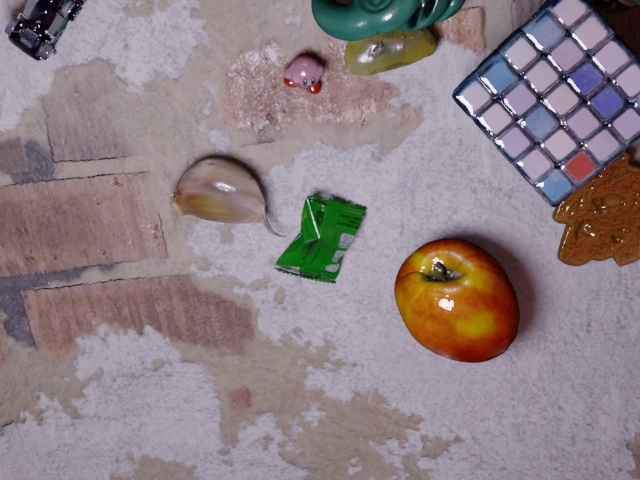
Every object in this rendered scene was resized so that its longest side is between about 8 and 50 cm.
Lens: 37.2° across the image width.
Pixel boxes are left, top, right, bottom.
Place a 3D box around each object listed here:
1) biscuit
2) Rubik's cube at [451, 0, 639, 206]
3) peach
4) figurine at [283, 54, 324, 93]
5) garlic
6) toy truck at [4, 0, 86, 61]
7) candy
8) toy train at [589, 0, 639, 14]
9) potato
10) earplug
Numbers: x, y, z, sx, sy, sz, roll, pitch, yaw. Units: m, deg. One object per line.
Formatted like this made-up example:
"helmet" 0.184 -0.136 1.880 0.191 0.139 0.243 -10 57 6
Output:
"biscuit" 0.602 -0.089 1.991 0.278 0.043 0.301 -21 105 13
"Rubik's cube" 0.448 -0.275 1.785 0.293 0.287 0.292 45 107 -2
"peach" 0.285 0.132 1.993 0.281 0.238 0.281 20 154 10
"figurine" -0.034 -0.341 1.928 0.083 0.071 0.067 2 68 -5
"garlic" -0.183 -0.094 2.001 0.267 0.148 0.128 19 70 14
"toy truck" -0.528 -0.468 1.893 0.110 0.116 0.216 35 115 -7
"candy" -0.002 0.001 2.046 0.141 0.078 0.203 21 115 -4
"toy train" 0.614 -0.553 1.766 0.304 0.150 0.221 -16 100 1
"potato" 0.139 -0.387 1.893 0.188 0.085 0.105 -7 112 1
"earplug" 0.146 -0.463 1.825 0.280 0.257 0.164 -10 80 -28
